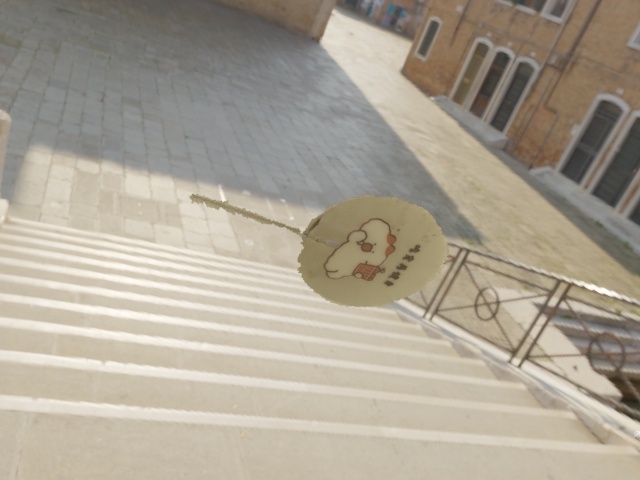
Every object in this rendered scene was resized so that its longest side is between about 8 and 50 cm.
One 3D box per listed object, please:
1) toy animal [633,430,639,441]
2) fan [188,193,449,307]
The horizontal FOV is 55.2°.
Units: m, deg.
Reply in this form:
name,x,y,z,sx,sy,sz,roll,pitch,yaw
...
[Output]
name,x,y,z,sx,sy,sz,roll,pitch,yaw
toy animal,0.538,0.192,0.859,0.138,0.282,0.140,8,-4,16
fan,0.000,0.001,0.738,0.329,0.191,0.009,20,38,-18
